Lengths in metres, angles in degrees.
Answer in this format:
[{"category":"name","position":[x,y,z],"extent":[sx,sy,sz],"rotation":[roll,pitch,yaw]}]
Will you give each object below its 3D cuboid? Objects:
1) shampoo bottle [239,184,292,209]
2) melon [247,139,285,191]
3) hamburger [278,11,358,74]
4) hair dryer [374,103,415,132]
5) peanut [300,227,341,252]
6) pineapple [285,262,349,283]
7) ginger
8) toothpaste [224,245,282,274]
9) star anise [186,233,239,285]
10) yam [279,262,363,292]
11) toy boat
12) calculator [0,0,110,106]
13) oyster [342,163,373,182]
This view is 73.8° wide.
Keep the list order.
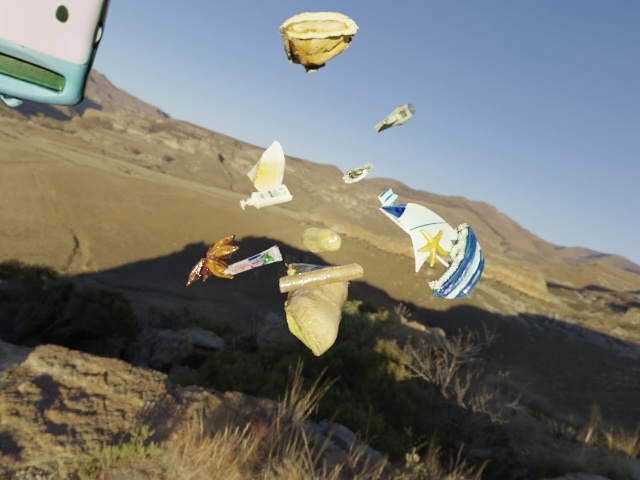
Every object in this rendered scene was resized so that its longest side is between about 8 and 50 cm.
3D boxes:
[{"category":"shampoo bottle","position":[-0.143,-0.108,1.088],"extent":[0.141,0.034,0.049],"rotation":[-18,69,-32]},{"category":"melon","position":[-0.197,-0.239,1.446],"extent":[0.093,0.203,0.139],"rotation":[12,-3,-44]},{"category":"hamburger","position":[-0.016,-0.408,0.881],"extent":[0.175,0.102,0.087],"rotation":[-25,74,-28]},{"category":"hair dryer","position":[0.233,-0.420,1.540],"extent":[0.199,0.068,0.167],"rotation":[-35,7,-34]},{"category":"peanut","position":[0.000,0.000,1.544],"extent":[0.083,0.094,0.194],"rotation":[6,4,-41]},{"category":"pineapple","position":[-0.020,0.122,1.542],"extent":[0.232,0.080,0.135],"rotation":[11,-10,-16]},{"category":"ginger","position":[-0.011,0.139,0.957],"extent":[0.126,0.189,0.354],"rotation":[58,12,-15]},{"category":"toothpaste","position":[-0.190,0.062,1.189],"extent":[0.169,0.045,0.028],"rotation":[-20,6,9]},{"category":"star anise","position":[-0.311,0.062,1.304],"extent":[0.156,0.213,0.054],"rotation":[9,-33,38]},{"category":"yam","position":[0.001,0.063,0.734],"extent":[0.145,0.032,0.032],"rotation":[-10,13,-9]},{"category":"toy boat","position":[0.241,-0.007,0.972],"extent":[0.291,0.221,0.067],"rotation":[38,-31,-2]},{"category":"calculator","position":[-0.352,-0.293,0.510],"extent":[0.172,0.293,0.051],"rotation":[10,35,-37]},{"category":"oyster","position":[0.112,-0.215,1.310],"extent":[0.037,0.098,0.100],"rotation":[61,12,12]}]
